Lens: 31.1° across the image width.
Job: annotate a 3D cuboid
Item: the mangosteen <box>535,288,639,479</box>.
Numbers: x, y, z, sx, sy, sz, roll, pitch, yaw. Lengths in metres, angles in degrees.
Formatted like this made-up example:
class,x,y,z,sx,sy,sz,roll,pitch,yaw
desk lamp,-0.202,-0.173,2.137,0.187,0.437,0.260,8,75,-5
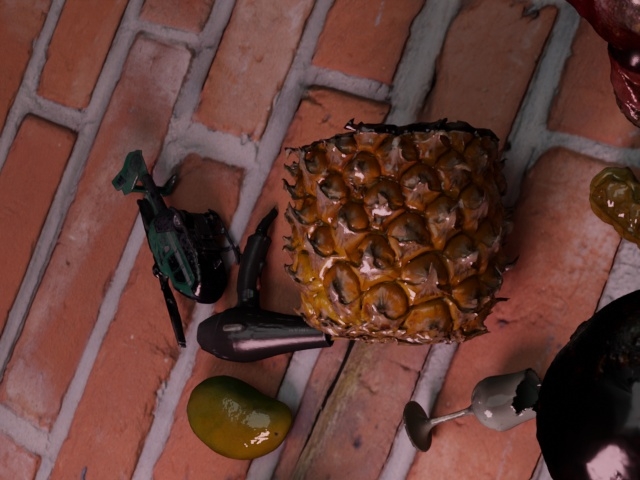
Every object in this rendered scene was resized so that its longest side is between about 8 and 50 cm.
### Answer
class,x,y,z,sx,sy,sz,roll,pitch,yaw
mangosteen,0.415,0.211,1.356,0.330,0.330,0.330,-9,73,32

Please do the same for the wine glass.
class,x,y,z,sx,sy,sz,roll,pitch,yaw
wine glass,0.218,0.238,1.618,0.195,0.079,0.079,-23,66,29

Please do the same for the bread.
class,x,y,z,sx,sy,sz,roll,pitch,yaw
bread,0.487,0.026,1.486,0.367,0.077,0.084,44,127,33

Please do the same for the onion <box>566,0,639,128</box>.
class,x,y,z,sx,sy,sz,roll,pitch,yaw
onion,0.462,-0.335,1.488,0.398,0.398,0.420,55,153,31

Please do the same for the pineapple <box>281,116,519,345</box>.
class,x,y,z,sx,sy,sz,roll,pitch,yaw
pineapple,0.110,-0.003,1.614,0.352,0.352,0.300,-2,86,34

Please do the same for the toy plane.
class,x,y,z,sx,sy,sz,roll,pitch,yaw
toy plane,-0.259,-0.010,1.995,0.155,0.106,0.382,-44,62,31

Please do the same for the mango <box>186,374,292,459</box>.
class,x,y,z,sx,sy,sz,roll,pitch,yaw
mango,-0.136,0.287,1.839,0.191,0.085,0.122,23,88,37

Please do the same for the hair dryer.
class,x,y,z,sx,sy,sz,roll,pitch,yaw
hair dryer,-0.081,0.063,1.869,0.235,0.091,0.272,-4,71,23
